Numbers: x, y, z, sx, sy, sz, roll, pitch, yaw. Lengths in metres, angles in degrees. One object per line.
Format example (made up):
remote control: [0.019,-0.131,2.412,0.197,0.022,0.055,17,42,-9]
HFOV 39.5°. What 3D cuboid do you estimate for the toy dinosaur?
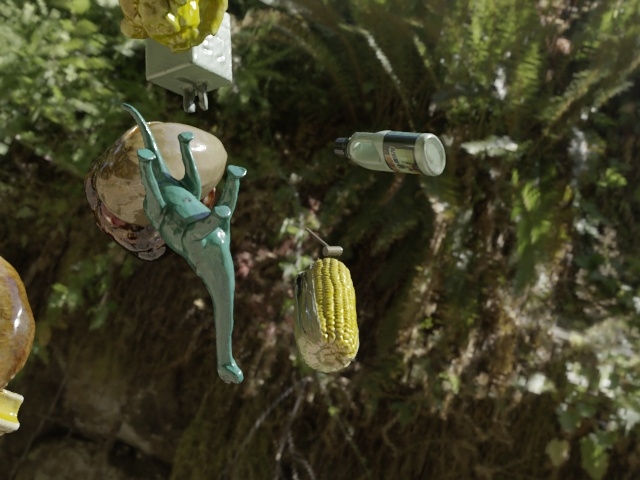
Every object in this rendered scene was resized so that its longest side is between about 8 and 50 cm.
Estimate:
toy dinosaur: [-0.227,0.010,1.437,0.383,0.129,0.331,41,-47,33]

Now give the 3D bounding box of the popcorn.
popcorn: [-0.255,-0.422,1.539,0.155,0.198,0.197,27,-13,29]

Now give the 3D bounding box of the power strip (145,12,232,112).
power strip: [-0.278,-0.383,1.883,0.139,0.225,0.140,-11,-16,30]

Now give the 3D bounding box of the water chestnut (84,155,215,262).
water chestnut: [-0.374,-0.102,1.951,0.289,0.289,0.244,18,-42,10]

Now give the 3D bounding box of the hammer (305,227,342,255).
hammer: [0.000,0.000,1.764,0.035,0.019,0.110,0,28,-35]

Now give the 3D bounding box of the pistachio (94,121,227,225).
pistachio: [-0.297,-0.126,1.682,0.166,0.197,0.288,14,17,38]

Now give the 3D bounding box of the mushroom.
mushroom: [-0.446,0.117,1.166,0.151,0.286,0.156,-18,-41,21]

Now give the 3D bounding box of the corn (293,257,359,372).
corn: [0.010,0.143,1.764,0.123,0.305,0.122,-8,-63,5]

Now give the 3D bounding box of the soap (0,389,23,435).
soap: [-0.734,0.313,1.710,0.173,0.089,0.274,-19,-33,27]

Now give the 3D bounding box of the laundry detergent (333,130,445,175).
laundry detergent: [0.122,-0.172,1.701,0.225,0.070,0.099,11,-15,36]
